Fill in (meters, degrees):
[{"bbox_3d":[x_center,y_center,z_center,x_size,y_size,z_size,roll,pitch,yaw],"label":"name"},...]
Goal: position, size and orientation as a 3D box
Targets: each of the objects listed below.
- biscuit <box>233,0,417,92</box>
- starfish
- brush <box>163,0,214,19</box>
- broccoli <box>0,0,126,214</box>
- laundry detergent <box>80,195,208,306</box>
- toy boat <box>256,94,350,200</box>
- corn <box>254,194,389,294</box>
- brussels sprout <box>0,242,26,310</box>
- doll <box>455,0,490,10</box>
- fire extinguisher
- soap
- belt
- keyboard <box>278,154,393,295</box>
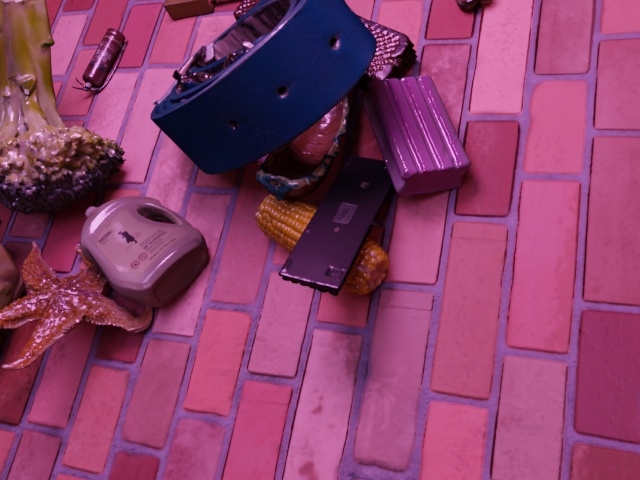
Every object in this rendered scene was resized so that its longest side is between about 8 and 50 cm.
[{"bbox_3d":[0.003,-0.389,1.273,0.388,0.073,0.107,32,82,29],"label":"biscuit"},{"bbox_3d":[-0.457,0.102,1.145,0.299,0.060,0.302,28,36,14],"label":"starfish"},{"bbox_3d":[-0.219,-0.545,1.433,0.234,0.047,0.103,-3,66,18],"label":"brush"},{"bbox_3d":[-0.533,-0.237,1.270,0.353,0.275,0.396,31,89,-16],"label":"broccoli"},{"bbox_3d":[-0.335,0.001,1.204,0.253,0.091,0.181,31,65,29],"label":"laundry detergent"},{"bbox_3d":[-0.012,-0.173,1.141,0.109,0.099,0.292,12,53,22],"label":"toy boat"},{"bbox_3d":[0.000,0.000,1.089,0.244,0.093,0.093,31,80,28],"label":"corn"},{"bbox_3d":[-0.725,0.090,1.213,0.328,0.247,0.327,3,82,-18],"label":"brussels sprout"},{"bbox_3d":[0.234,-0.562,1.268,0.203,0.091,0.285,0,77,32],"label":"doll"},{"bbox_3d":[-0.478,-0.386,1.458,0.064,0.043,0.158,26,74,-16],"label":"fire extinguisher"},{"bbox_3d":[0.155,-0.177,1.107,0.122,0.065,0.203,-8,62,-14],"label":"soap"},{"bbox_3d":[-0.104,-0.269,1.107,0.437,0.173,0.300,-7,44,48],"label":"belt"},{"bbox_3d":[0.043,-0.033,1.038,0.106,0.027,0.317,14,43,17],"label":"keyboard"}]
